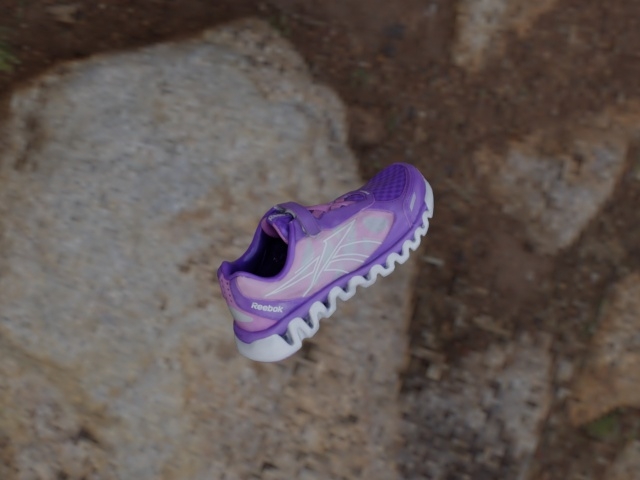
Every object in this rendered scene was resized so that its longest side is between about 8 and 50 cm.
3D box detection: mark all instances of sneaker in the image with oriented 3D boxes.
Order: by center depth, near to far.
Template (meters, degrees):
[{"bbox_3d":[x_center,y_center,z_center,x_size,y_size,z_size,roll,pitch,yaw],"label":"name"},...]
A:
[{"bbox_3d":[0.000,0.000,1.640,0.236,0.095,0.104,-41,120,-16],"label":"sneaker"}]
